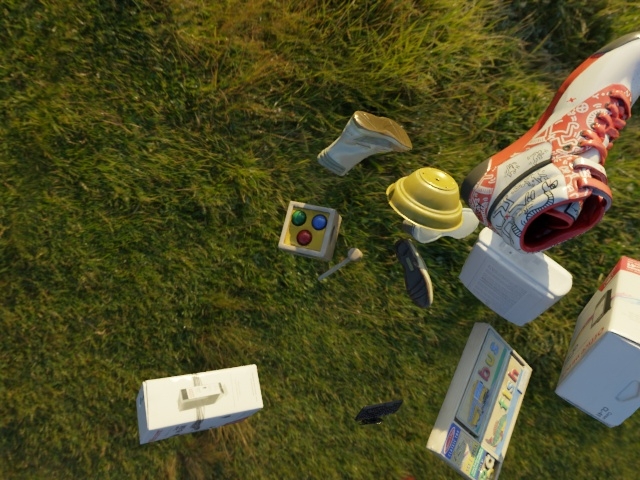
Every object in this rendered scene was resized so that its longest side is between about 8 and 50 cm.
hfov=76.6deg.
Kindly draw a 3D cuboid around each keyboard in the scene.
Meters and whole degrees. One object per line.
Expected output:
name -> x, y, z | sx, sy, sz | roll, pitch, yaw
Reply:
keyboard -> 0.204, 0.597, 1.387 | 0.191, 0.038, 0.100 | 7, 122, -35

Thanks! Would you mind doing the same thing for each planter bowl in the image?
planter bowl -> 0.289, -0.127, 1.058 | 0.217, 0.217, 0.090 | 8, 129, -12

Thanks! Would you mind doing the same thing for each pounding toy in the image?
pounding toy -> 0.003, 0.010, 1.045 | 0.205, 0.094, 0.181 | 12, 81, 18

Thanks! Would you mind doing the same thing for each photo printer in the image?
photo printer -> 0.541, 0.116, 1.178 | 0.107, 0.308, 0.256 | -42, 65, -15

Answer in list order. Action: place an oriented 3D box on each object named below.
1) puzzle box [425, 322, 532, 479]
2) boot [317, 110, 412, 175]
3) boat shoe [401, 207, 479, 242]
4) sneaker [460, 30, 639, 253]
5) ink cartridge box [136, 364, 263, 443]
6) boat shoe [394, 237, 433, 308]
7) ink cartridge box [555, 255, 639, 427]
puzzle box -> 0.485, 0.488, 1.207 | 0.272, 0.052, 0.409 | 42, 64, -21
boot -> 0.112, -0.226, 1.008 | 0.213, 0.165, 0.077 | 3, 58, -41
boat shoe -> 0.412, -0.061, 1.372 | 0.304, 0.091, 0.109 | -9, 114, -30
sneaker -> 0.302, -0.100, 0.463 | 0.090, 0.145, 0.270 | 33, 113, -31
ink cartridge box -> -0.155, 0.207, 0.513 | 0.135, 0.099, 0.056 | 0, 58, -29
boat shoe -> 0.259, 0.082, 1.071 | 0.072, 0.068, 0.190 | -5, 77, -51
ink cartridge box -> 0.658, 0.211, 0.893 | 0.306, 0.131, 0.226 | -34, 145, -42
